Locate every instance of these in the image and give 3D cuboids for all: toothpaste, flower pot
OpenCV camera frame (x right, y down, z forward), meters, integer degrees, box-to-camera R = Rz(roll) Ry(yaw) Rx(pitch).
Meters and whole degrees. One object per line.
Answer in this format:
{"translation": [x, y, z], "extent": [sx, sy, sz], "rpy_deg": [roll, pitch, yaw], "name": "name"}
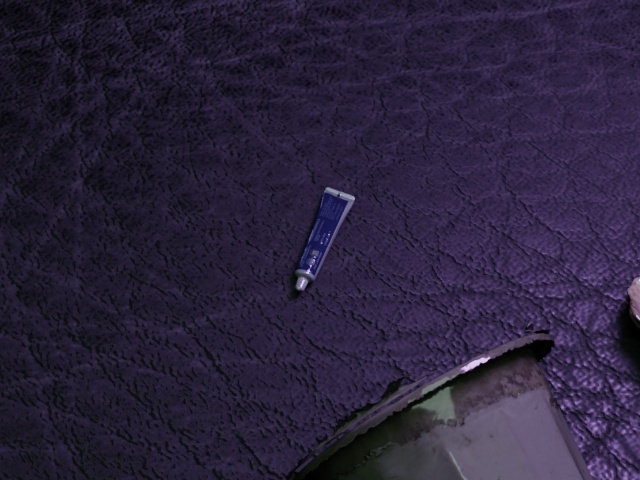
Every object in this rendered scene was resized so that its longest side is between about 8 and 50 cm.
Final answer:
{"translation": [0.000, 0.000, 1.444], "extent": [0.037, 0.021, 0.140], "rpy_deg": [21, 58, 4], "name": "toothpaste"}
{"translation": [0.144, 0.249, 1.171], "extent": [0.290, 0.290, 0.259], "rpy_deg": [-27, 75, -16], "name": "flower pot"}

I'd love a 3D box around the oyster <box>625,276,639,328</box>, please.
{"translation": [0.481, 0.114, 1.320], "extent": [0.341, 0.110, 0.166], "rpy_deg": [5, 36, 9], "name": "oyster"}
